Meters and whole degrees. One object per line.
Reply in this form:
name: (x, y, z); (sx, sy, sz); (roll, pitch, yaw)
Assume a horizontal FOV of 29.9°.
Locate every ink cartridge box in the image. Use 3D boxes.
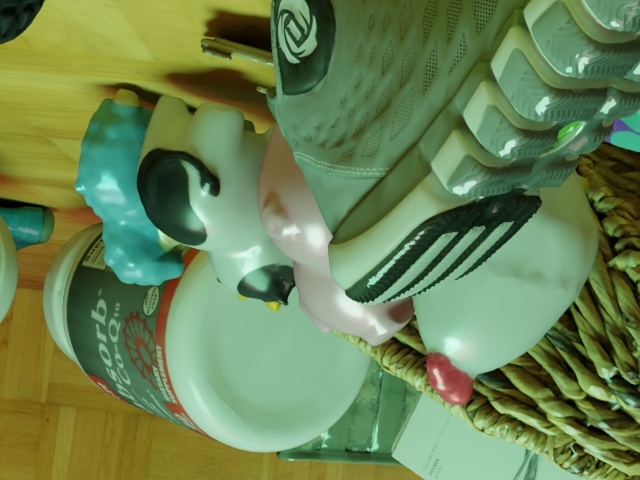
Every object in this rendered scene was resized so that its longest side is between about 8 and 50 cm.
ink cartridge box: (0.238, 0.214, 1.113); (0.283, 0.117, 0.207); (32, -165, 27)

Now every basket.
basket: (0.192, 0.089, 0.789); (0.223, 0.213, 0.299); (-39, 146, 29)

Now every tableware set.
tableware set: (0.023, -0.072, 0.604); (0.169, 0.020, 0.141); (9, -168, -28)

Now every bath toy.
bath toy: (0.000, 0.000, 0.689); (0.151, 0.129, 0.348); (14, 179, -45)

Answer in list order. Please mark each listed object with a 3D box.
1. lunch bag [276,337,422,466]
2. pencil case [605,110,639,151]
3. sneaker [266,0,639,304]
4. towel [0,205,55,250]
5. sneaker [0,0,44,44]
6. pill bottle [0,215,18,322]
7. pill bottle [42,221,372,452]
lunch bag: (0.090, 0.127, 1.314); (0.287, 0.235, 0.169); (7, -179, -14)
pencil case: (0.080, -0.069, 0.444); (0.064, 0.070, 0.152); (-38, -144, -27)
sneaker: (0.052, -0.091, 0.357); (0.086, 0.132, 0.229); (-5, 147, -50)
towel: (-0.513, -0.041, 1.374); (0.370, 0.040, 0.271); (12, 169, -25)
sneaker: (-0.151, -0.132, 0.344); (0.097, 0.084, 0.235); (29, 178, 18)
pill bottle: (-0.380, 0.005, 0.961); (0.204, 0.204, 0.361); (6, 172, 6)
pill bottle: (-0.128, 0.073, 1.181); (0.210, 0.210, 0.363); (12, 177, -33)
